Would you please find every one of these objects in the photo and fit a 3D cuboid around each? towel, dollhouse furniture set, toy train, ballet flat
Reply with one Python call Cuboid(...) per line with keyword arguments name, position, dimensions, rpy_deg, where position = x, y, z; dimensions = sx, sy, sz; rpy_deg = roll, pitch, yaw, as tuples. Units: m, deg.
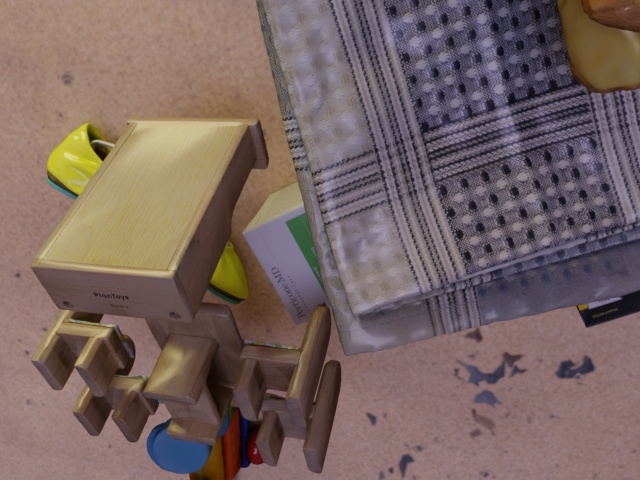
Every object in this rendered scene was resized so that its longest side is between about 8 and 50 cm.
Cuboid(name="towel", position=(0.129, -0.095, 0.473), dimensions=(0.312, 0.056, 0.324), rpy_deg=(-16, 97, -4))
Cuboid(name="dollhouse furniture set", position=(-0.098, 0.046, 0.513), dimensions=(0.212, 0.161, 0.242), rpy_deg=(4, 136, 14))
Cuboid(name="toy train", position=(-0.117, 0.247, 0.670), dimensions=(0.105, 0.143, 0.248), rpy_deg=(3, 112, 8))
Cuboid(name="ballet flat", position=(-0.150, -0.030, 0.608), dimensions=(0.231, 0.077, 0.077), rpy_deg=(34, 96, -4))

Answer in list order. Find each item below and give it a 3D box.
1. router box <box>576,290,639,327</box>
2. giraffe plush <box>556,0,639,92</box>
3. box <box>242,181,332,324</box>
Cuboid(name="router box", position=(0.296, -0.015, 0.557), dimensions=(0.178, 0.046, 0.133), rpy_deg=(-22, 107, 15))
Cuboid(name="giraffe plush", position=(0.118, -0.197, 0.364), dimensions=(0.170, 0.181, 0.210), rpy_deg=(5, 150, 14))
Cuboid(name="box", position=(0.000, 0.000, 0.577), dimensions=(0.087, 0.102, 0.101), rpy_deg=(-23, 106, 20))
